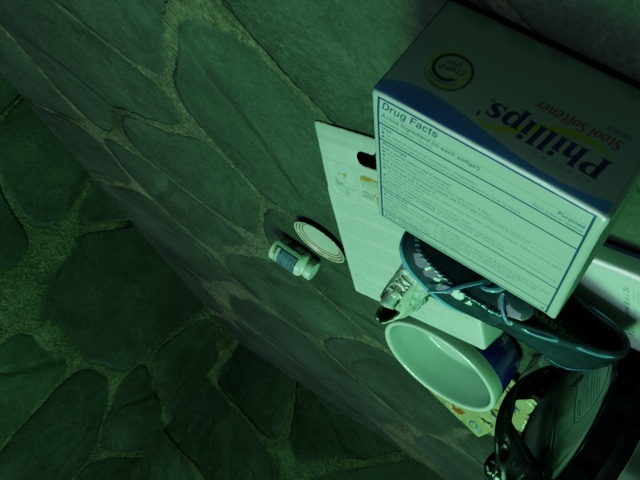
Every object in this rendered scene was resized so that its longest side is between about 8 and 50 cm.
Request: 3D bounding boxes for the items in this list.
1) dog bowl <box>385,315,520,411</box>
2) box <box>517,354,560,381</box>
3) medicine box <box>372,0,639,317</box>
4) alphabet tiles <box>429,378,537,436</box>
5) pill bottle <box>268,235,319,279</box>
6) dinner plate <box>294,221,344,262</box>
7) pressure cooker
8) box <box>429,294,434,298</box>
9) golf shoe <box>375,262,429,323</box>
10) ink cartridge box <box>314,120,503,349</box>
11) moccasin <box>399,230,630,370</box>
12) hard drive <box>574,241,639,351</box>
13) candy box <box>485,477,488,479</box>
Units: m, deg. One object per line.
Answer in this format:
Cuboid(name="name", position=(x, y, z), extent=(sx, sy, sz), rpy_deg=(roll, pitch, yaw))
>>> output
Cuboid(name="dog bowl", position=(0.267, 0.223, 1.570), extent=(0.265, 0.104, 0.265), rpy_deg=(35, 156, 18))
Cuboid(name="box", position=(0.528, 0.338, 1.456), extent=(0.324, 0.063, 0.067), rpy_deg=(37, 164, 4))
Cuboid(name="medicine box", position=(0.209, -0.080, 0.874), extent=(0.263, 0.149, 0.289), rpy_deg=(32, 162, 18))
Cuboid(name="alphabet tiles", position=(0.343, 0.334, 1.752), extent=(0.342, 0.011, 0.285), rpy_deg=(43, 149, 6))
Cuboid(name="pill bottle", position=(-0.064, 0.045, 1.908), extent=(0.120, 0.067, 0.067), rpy_deg=(34, 163, 16))
Cuboid(name="dinner plate", position=(0.000, 0.000, 1.745), extent=(0.141, 0.017, 0.141), rpy_deg=(35, 164, 12))
Cuboid(name="pressure cooker", position=(0.455, 0.381, 1.183), extent=(0.420, 0.375, 0.370), rpy_deg=(35, 166, 8))
Cuboid(name="box", position=(0.179, 0.039, 1.185), extent=(0.052, 0.062, 0.083), rpy_deg=(26, 142, 39))
Cuboid(name="golf shoe", position=(0.129, 0.070, 1.137), extent=(0.069, 0.086, 0.176), rpy_deg=(43, 148, 21))
Cuboid(name="ink cartridge box", position=(0.158, -0.025, 1.305), extent=(0.308, 0.091, 0.385), rpy_deg=(24, 141, 41))
Cuboid(name="moccasin", position=(0.274, 0.058, 1.043), extent=(0.342, 0.138, 0.117), rpy_deg=(27, 161, -11))
Cuboid(name="hard drive", position=(0.380, 0.064, 1.082), extent=(0.318, 0.040, 0.210), rpy_deg=(26, 159, 35))
Cuboid(name="candy box", position=(0.485, 0.507, 1.752), extent=(0.070, 0.196, 0.165), rpy_deg=(41, 164, -10))
